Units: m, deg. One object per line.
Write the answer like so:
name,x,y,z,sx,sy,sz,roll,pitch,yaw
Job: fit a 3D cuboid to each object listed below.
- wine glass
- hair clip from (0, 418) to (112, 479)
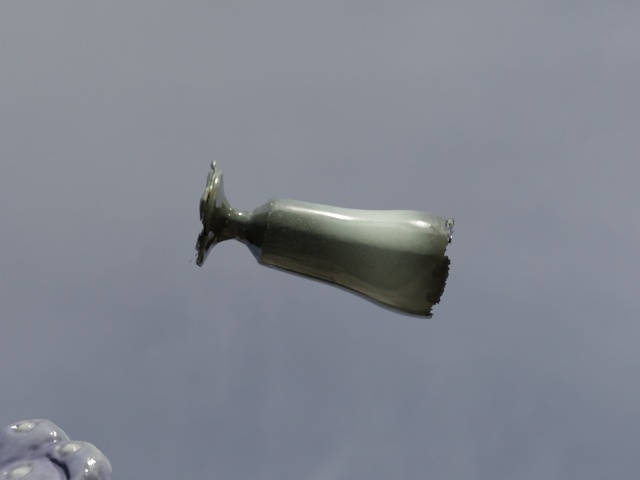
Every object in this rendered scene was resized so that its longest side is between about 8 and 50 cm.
wine glass,0.000,0.000,0.606,0.155,0.072,0.072,13,-71,-5
hair clip,-0.157,0.138,0.449,0.195,0.124,0.052,6,-55,26
